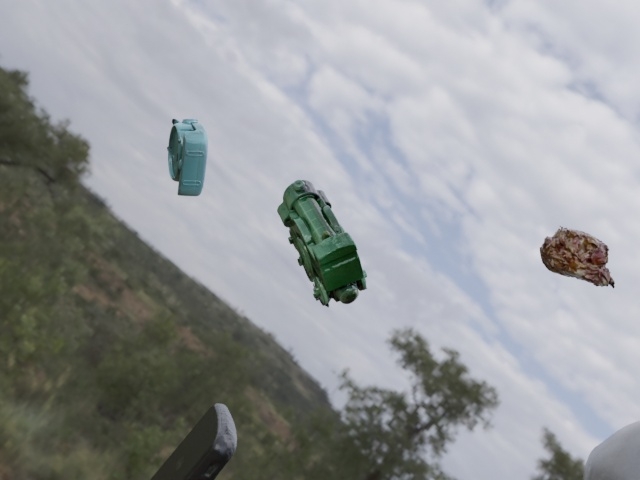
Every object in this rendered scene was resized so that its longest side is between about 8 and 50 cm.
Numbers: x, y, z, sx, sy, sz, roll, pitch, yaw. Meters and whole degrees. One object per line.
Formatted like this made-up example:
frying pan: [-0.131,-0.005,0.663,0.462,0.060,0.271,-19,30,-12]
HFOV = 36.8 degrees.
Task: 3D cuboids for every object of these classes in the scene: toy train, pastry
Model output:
toy train: [0.000,0.000,1.170,0.178,0.071,0.104,-120,-170,-47]
pastry: [0.307,0.015,1.150,0.087,0.063,0.169,21,2,5]

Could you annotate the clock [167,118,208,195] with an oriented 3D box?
clock: [-0.214,-0.141,1.523,0.045,0.108,0.147,1,25,-20]

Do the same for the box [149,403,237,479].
box: [-0.126,0.222,0.931,0.027,0.125,0.126,39,1,-11]

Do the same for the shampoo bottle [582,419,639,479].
shampoo bottle: [0.468,0.347,1.149,0.266,0.273,0.273,-6,-36,29]
